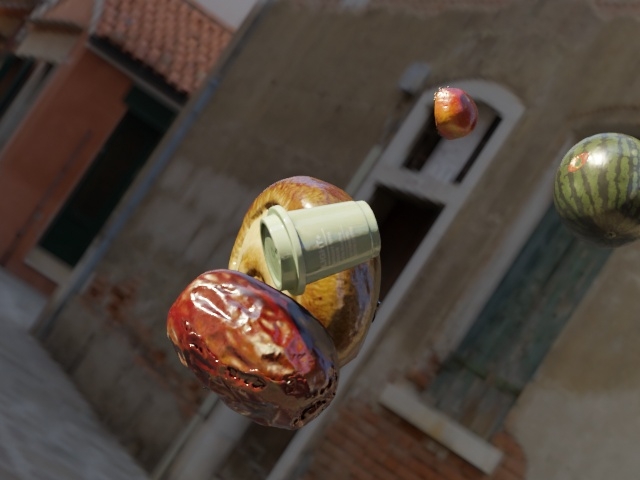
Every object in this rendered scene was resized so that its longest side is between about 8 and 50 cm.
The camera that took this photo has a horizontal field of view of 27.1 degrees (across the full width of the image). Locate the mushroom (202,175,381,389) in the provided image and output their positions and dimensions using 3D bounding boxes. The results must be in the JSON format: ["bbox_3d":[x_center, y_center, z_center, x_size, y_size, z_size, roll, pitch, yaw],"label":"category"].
[{"bbox_3d":[-0.058,0.078,2.015,0.260,0.345,0.345,0,13,-28],"label":"mushroom"}]

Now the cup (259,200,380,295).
[{"bbox_3d":[0.000,0.000,1.712,0.120,0.141,0.120,163,-90,-77],"label":"cup"}]

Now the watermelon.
[{"bbox_3d":[0.528,-0.089,2.428,0.212,0.212,0.212,33,-4,3],"label":"watermelon"}]

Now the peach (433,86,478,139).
[{"bbox_3d":[0.234,-0.219,2.247,0.061,0.098,0.098,1,-23,34],"label":"peach"}]

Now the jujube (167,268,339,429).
[{"bbox_3d":[-0.085,0.146,1.804,0.243,0.183,0.183,42,-2,14],"label":"jujube"}]
